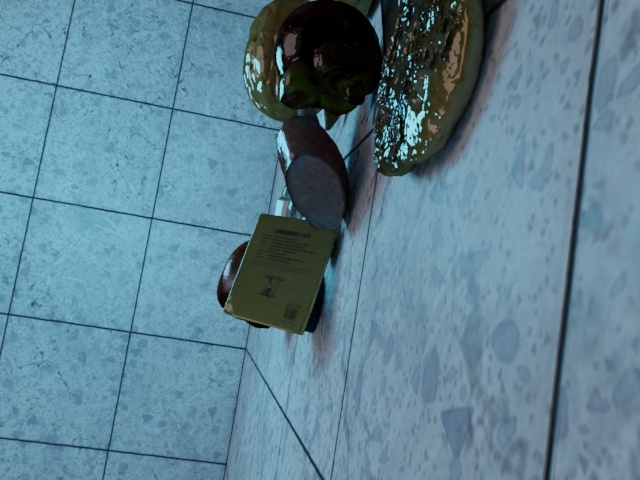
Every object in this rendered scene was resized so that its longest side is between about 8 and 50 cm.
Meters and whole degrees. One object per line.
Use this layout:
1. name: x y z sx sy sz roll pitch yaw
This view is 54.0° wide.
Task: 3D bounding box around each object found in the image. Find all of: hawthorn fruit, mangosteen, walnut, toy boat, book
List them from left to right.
1. hawthorn fruit: -0.141 0.080 1.487 0.189 0.190 0.251 116 169 -60
2. book: -0.067 0.050 1.043 0.013 0.168 0.192 40 -115 -52
3. walnut: -0.054 -0.376 1.335 0.224 0.257 0.257 8 -87 -67
4. toy boat: -0.051 -0.053 1.327 0.295 0.088 0.129 -121 42 -77
5. toy boat: -0.014 -0.158 1.042 0.282 0.096 0.206 -101 -16 -46
6. mangosteen: 0.006 -0.268 0.934 0.184 0.172 0.172 -58 -9 -44

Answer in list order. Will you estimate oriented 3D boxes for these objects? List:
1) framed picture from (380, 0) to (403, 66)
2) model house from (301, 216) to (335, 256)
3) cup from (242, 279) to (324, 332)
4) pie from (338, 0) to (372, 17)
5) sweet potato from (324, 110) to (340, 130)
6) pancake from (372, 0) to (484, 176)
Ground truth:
1. framed picture: 0.135 -0.406 0.795 0.347 0.016 0.265 110 166 -49
2. model house: 0.000 0.000 1.090 0.079 0.066 0.083 -53 45 49
3. cup: -0.070 0.096 1.123 0.150 0.138 0.113 125 154 -69
4. pie: 0.066 -0.488 1.093 0.179 0.084 0.205 -140 57 -80
5. sweet potato: 0.039 -0.296 1.154 0.218 0.051 0.065 109 165 -45
6. pancake: 0.104 -0.196 0.643 0.282 0.049 0.282 -171 90 -82
